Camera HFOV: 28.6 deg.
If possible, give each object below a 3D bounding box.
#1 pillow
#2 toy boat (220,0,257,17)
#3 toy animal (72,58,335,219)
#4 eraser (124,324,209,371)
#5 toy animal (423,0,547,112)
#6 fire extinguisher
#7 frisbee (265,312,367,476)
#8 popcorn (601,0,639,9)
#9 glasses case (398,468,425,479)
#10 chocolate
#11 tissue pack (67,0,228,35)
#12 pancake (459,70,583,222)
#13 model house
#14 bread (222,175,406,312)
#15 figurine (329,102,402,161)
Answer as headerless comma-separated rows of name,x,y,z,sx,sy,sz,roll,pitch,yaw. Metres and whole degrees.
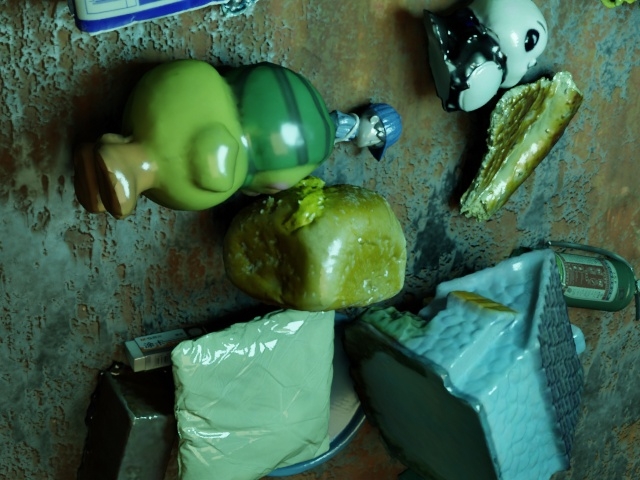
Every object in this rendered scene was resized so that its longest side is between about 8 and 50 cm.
pillow,-0.090,0.237,1.820,0.274,0.076,0.281,-17,123,-33
toy boat,-0.082,-0.341,1.591,0.137,0.061,0.060,-48,128,5
toy animal,-0.144,-0.138,1.595,0.338,0.216,0.191,-13,96,-25
eraser,-0.217,0.156,1.809,0.122,0.052,0.029,-10,119,-23
toy animal,0.232,-0.274,1.743,0.179,0.138,0.166,-26,161,-12
fire extinguisher,0.447,0.069,2.090,0.294,0.093,0.118,7,72,-31
frisbee,-0.032,0.236,1.955,0.289,0.049,0.289,-17,123,-28
popcorn,0.494,-0.401,1.801,0.185,0.167,0.187,-5,122,-25
glasses case,0.245,0.497,2.245,0.117,0.070,0.301,-34,126,-8
chocolate,-0.288,0.342,1.842,0.112,0.112,0.321,3,115,-32
tissue pack,-0.217,-0.397,1.446,0.209,0.137,0.270,-20,128,-17
pancake,0.287,-0.145,1.847,0.266,0.057,0.244,-52,159,3
model house,0.263,0.175,1.929,0.339,0.297,0.360,-40,132,-22
bread,0.000,0.000,1.730,0.246,0.195,0.176,-2,100,-58
figurine,0.047,-0.163,1.768,0.136,0.077,0.079,15,75,-18
